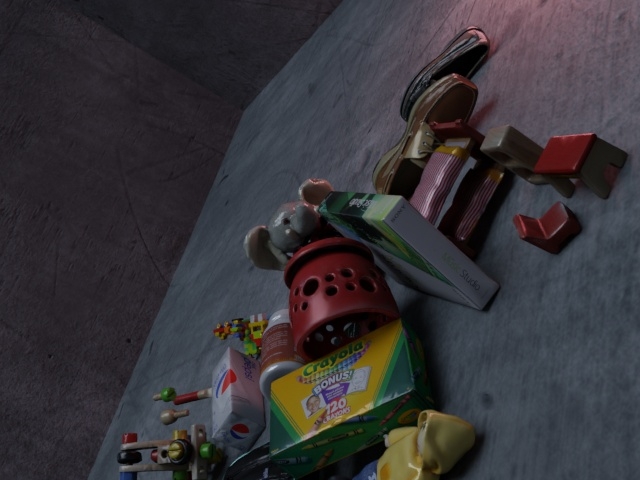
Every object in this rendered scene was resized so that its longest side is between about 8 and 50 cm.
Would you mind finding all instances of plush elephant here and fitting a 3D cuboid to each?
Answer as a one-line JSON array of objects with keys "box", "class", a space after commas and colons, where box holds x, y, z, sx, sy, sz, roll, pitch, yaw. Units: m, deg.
[{"box": [0.000, 0.000, 1.639, 0.271, 0.255, 0.330, -53, 11, -18], "class": "plush elephant"}]

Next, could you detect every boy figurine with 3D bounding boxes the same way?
[{"box": [0.116, 0.347, 1.137, 0.285, 0.092, 0.177, -49, 19, 39], "class": "boy figurine"}]

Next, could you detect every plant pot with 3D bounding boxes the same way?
[{"box": [0.033, 0.103, 1.370, 0.191, 0.191, 0.174, -46, 43, 36], "class": "plant pot"}]

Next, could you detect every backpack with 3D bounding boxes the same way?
[{"box": [-0.087, 0.453, 1.394, 0.189, 0.144, 0.165, -25, 34, 17], "class": "backpack"}]

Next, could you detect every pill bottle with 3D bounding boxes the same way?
[{"box": [-0.072, 0.251, 1.705, 0.121, 0.121, 0.216, -52, 21, 25], "class": "pill bottle"}]

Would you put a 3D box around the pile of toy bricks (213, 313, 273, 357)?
[{"box": [-0.183, 0.260, 2.045, 0.212, 0.118, 0.105, -16, 74, 42], "class": "pile of toy bricks"}]

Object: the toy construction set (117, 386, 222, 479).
[{"box": [-0.314, 0.485, 1.870, 0.237, 0.257, 0.308, -19, 41, 29], "class": "toy construction set"}]

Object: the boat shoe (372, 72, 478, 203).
[{"box": [0.225, -0.189, 1.611, 0.324, 0.123, 0.119, -58, 22, 33], "class": "boat shoe"}]

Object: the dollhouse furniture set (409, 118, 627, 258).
[{"box": [0.275, -0.084, 1.246, 0.201, 0.152, 0.374, -63, 19, -6], "class": "dollhouse furniture set"}]

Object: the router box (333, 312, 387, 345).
[{"box": [0.076, 0.228, 1.474, 0.133, 0.046, 0.178, -47, 24, 35], "class": "router box"}]

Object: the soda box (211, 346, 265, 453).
[{"box": [-0.205, 0.384, 1.894, 0.091, 0.098, 0.286, -55, 19, 16], "class": "soda box"}]

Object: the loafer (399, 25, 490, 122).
[{"box": [0.279, -0.364, 1.745, 0.267, 0.096, 0.084, -51, 27, 22], "class": "loafer"}]

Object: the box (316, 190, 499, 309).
[{"box": [0.138, 0.009, 1.338, 0.058, 0.232, 0.322, -52, 17, -9], "class": "box"}]

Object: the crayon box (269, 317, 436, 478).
[{"box": [0.048, 0.265, 1.294, 0.279, 0.081, 0.165, -30, 32, 18], "class": "crayon box"}]
